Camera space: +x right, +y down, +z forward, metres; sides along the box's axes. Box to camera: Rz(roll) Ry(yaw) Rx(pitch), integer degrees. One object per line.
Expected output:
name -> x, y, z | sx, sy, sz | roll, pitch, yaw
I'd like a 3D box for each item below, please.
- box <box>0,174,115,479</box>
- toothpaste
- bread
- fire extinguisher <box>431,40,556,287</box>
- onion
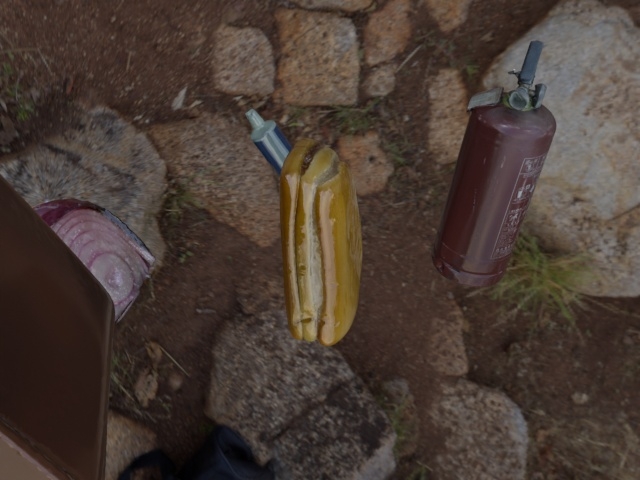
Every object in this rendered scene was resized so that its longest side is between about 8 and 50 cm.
box -> -0.322, 0.071, 0.542 | 0.239, 0.229, 0.339 | -24, 127, 12
toothpaste -> -0.030, -0.077, 0.918 | 0.034, 0.057, 0.197 | -35, 118, 2
bread -> 0.000, 0.000, 0.786 | 0.077, 0.116, 0.200 | 5, 115, 15
fire extinguisher -> 0.196, -0.081, 0.858 | 0.104, 0.105, 0.269 | -6, 129, -19
onion -> -0.439, 0.061, 1.316 | 0.272, 0.230, 0.256 | -31, 105, -47
